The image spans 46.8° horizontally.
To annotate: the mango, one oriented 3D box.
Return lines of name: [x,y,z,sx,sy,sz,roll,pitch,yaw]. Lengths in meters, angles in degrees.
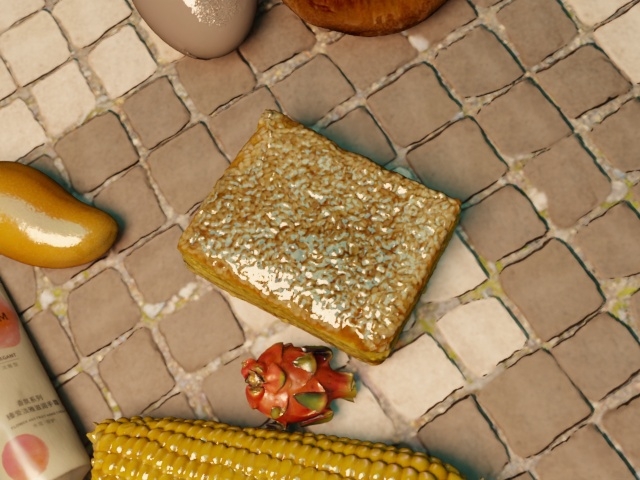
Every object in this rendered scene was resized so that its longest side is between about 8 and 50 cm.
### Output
mango: [-0.312,-0.024,0.811,0.184,0.085,0.102,24,77,2]

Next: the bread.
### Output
bread: [0.000,0.000,0.753,0.234,0.110,0.184,28,79,11]

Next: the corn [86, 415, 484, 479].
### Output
corn: [-0.043,0.245,0.683,0.387,0.144,0.143,4,77,8]

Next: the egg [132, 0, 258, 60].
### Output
egg: [-0.142,-0.294,0.818,0.146,0.146,0.198,-17,81,3]

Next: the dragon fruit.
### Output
dragon fruit: [-0.019,0.142,0.735,0.116,0.081,0.086,-8,73,-19]

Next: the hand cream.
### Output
hand cream: [-0.329,0.141,0.758,0.078,0.124,0.340,-42,74,30]

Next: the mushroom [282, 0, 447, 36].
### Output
mushroom: [0.051,-0.341,0.801,0.253,0.153,0.253,-1,79,7]
